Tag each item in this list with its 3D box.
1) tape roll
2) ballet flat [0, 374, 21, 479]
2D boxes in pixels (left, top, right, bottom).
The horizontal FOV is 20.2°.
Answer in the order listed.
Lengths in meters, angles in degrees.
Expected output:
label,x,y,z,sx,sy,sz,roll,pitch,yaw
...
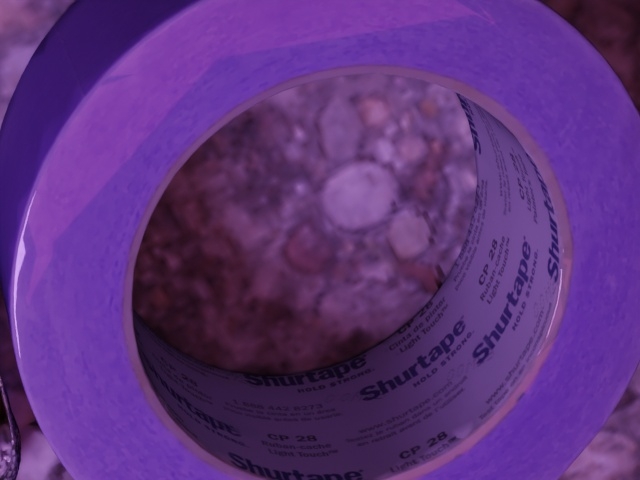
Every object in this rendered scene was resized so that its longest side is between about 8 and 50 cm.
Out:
label,x,y,z,sx,sy,sz,roll,pitch,yaw
tape roll,0.000,0.000,0.532,0.189,0.080,0.189,-5,112,-12
ballet flat,-0.113,0.033,0.537,0.041,0.041,0.114,-15,113,-9
